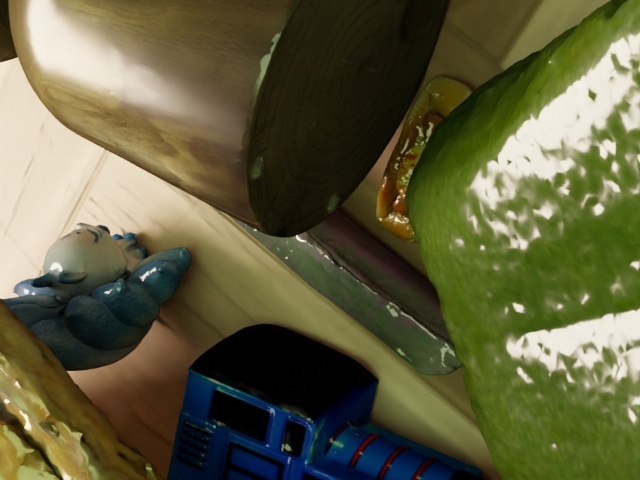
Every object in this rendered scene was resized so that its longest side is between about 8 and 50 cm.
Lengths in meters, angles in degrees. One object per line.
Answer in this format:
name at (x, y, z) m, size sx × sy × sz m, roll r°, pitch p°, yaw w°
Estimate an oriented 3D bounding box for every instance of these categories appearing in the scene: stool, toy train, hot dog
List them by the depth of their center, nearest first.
stool at (-0.089, -0.135, 0.813) m, size 0.264 × 0.179 × 0.179 m, roll 27°, pitch 114°, yaw 20°
hot dog at (0.050, -0.039, 0.843) m, size 0.030 × 0.034 × 0.090 m, roll 29°, pitch 116°, yaw 21°
toy train at (0.018, 0.139, 0.880) m, size 0.204 × 0.083 × 0.131 m, roll 21°, pitch 110°, yaw 23°

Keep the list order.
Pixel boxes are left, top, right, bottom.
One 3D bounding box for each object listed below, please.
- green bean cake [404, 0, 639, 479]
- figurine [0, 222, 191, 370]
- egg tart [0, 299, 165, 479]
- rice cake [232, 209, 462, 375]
green bean cake at (0.153, 0.007, 0.711) m, size 0.248 × 0.125 × 0.222 m, roll -19°, pitch 92°, yaw 55°
figurine at (-0.133, 0.033, 0.923) m, size 0.114 × 0.114 × 0.079 m, roll 1°, pitch 107°, yaw 29°
egg tart at (-0.164, 0.139, 0.894) m, size 0.291 × 0.107 × 0.291 m, roll 43°, pitch 159°, yaw 21°
rice cake at (0.000, 0.000, 0.877) m, size 0.206 × 0.047 × 0.036 m, roll 40°, pitch 133°, yaw 17°
